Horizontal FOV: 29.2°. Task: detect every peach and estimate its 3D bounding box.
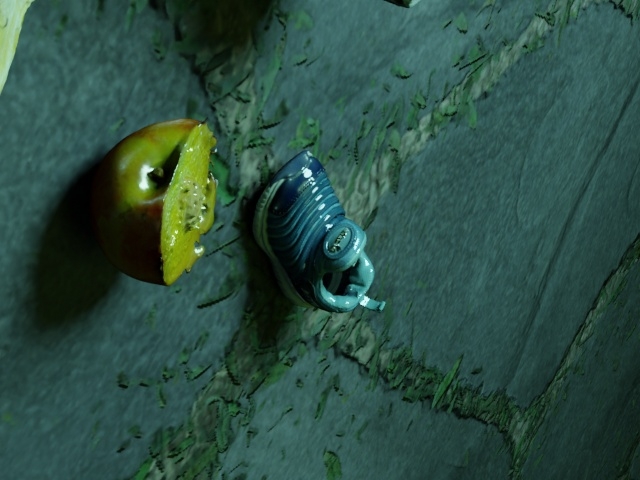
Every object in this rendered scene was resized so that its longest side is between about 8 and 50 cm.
[{"bbox_3d":[-0.094,-0.024,0.681,0.098,0.061,0.098,15,90,-83],"label":"peach"}]

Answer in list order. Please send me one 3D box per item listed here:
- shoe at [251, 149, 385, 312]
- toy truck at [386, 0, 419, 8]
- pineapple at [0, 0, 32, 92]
[{"bbox_3d":[0.000,0.000,0.846,0.064,0.071,0.143,-50,143,-28],"label":"shoe"},{"bbox_3d":[-0.004,-0.234,0.622,0.135,0.114,0.270,-57,149,-5],"label":"toy truck"},{"bbox_3d":[-0.163,-0.081,0.511,0.137,0.069,0.116,-39,141,-42],"label":"pineapple"}]
